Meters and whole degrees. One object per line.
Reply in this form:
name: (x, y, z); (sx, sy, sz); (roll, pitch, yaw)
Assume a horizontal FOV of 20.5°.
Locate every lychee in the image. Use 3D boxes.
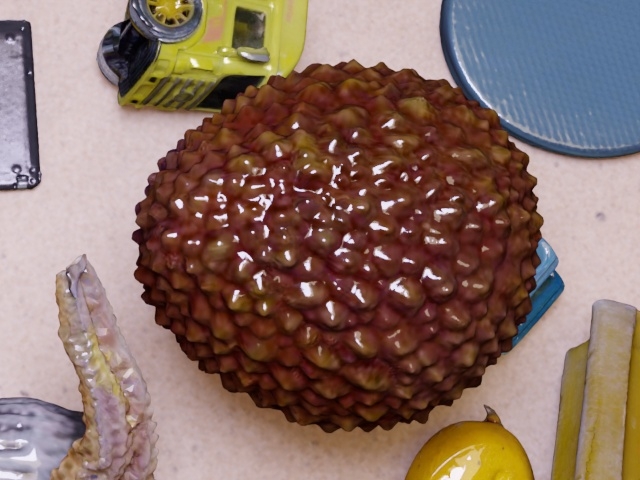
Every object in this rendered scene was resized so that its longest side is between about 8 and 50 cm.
lychee: (0.000, 0.000, 1.120); (0.271, 0.271, 0.271); (2, 77, -9)

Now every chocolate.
chocolate: (-0.252, 0.156, 1.169); (0.248, 0.110, 0.110); (-2, 78, -5)

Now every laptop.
laptop: (-0.293, -0.095, 1.264); (0.180, 0.016, 0.129); (-3, 79, -12)

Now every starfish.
starfish: (-0.117, 0.279, 1.108); (0.384, 0.132, 0.398); (38, 66, -21)

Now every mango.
mango: (0.102, 0.208, 1.241); (0.101, 0.066, 0.187); (6, 84, -16)

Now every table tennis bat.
table tennis bat: (0.251, -0.179, 1.365); (0.329, 0.044, 0.215); (-14, 79, -10)

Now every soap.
soap: (0.240, 0.175, 1.191); (0.173, 0.089, 0.274); (19, 42, -2)

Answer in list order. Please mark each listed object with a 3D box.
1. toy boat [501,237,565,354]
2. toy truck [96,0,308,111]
toy boat: (0.073, -0.025, 1.270); (0.238, 0.098, 0.109); (43, 71, 2)
toy truck: (-0.065, -0.224, 1.280); (0.157, 0.124, 0.272); (10, 73, -18)
